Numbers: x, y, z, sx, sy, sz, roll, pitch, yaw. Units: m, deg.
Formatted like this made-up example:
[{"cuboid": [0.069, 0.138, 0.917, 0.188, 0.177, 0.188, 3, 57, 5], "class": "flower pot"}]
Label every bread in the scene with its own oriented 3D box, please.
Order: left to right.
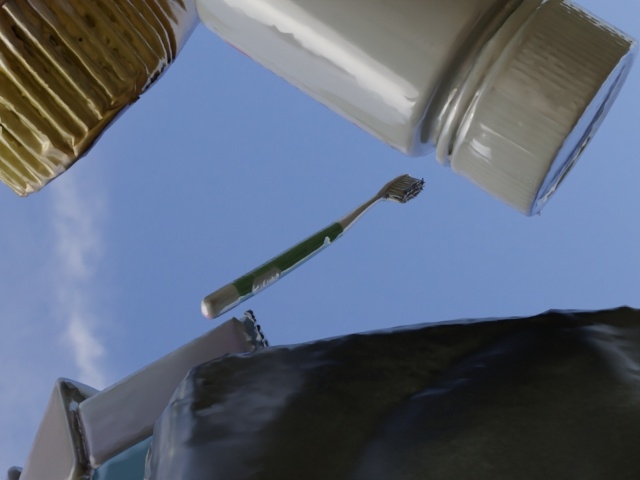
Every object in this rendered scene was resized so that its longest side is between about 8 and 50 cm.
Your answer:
[{"cuboid": [-0.208, -0.170, 1.135, 0.156, 0.204, 0.288, 48, -148, -13], "class": "bread"}]

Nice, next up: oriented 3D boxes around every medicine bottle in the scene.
[{"cuboid": [0.058, -0.130, 0.867, 0.252, 0.144, 0.144, 34, -129, 16], "class": "medicine bottle"}]

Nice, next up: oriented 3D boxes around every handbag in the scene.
[{"cuboid": [0.083, 0.182, 0.759, 0.340, 0.240, 0.247, -8, -146, 4], "class": "handbag"}]

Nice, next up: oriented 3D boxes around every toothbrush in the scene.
[{"cuboid": [0.000, 0.000, 1.040, 0.024, 0.018, 0.257, 18, -147, 34], "class": "toothbrush"}]

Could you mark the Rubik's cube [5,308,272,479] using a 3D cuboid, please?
[{"cuboid": [-0.085, 0.271, 1.091, 0.358, 0.368, 0.387, 27, -164, -26], "class": "Rubik's cube"}]
